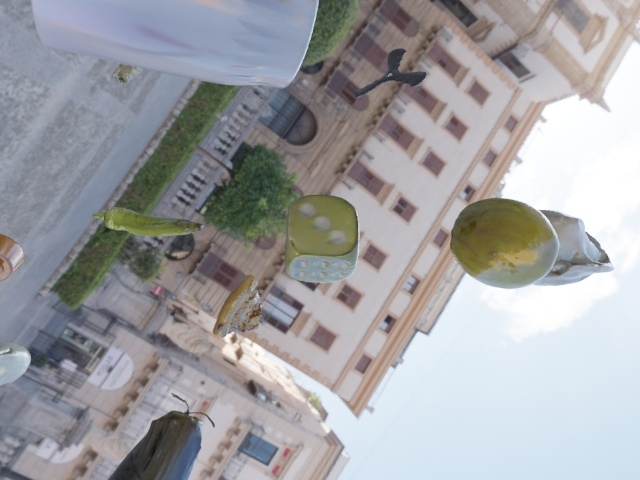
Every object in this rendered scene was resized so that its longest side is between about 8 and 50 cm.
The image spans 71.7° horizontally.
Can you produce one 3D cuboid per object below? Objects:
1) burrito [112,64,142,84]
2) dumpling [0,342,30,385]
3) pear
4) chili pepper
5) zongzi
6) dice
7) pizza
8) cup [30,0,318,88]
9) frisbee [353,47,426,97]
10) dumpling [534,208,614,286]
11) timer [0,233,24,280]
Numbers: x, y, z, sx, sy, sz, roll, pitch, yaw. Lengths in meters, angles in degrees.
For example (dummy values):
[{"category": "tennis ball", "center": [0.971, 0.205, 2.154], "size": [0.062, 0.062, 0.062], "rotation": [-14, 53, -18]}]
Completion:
[{"category": "burrito", "center": [-0.558, -0.519, 1.319], "size": [0.188, 0.058, 0.045], "rotation": [-18, -152, 36]}, {"category": "dumpling", "center": [-0.903, 0.364, 1.247], "size": [0.181, 0.111, 0.155], "rotation": [53, 53, -72]}, {"category": "pear", "center": [0.297, 0.005, 0.730], "size": [0.149, 0.162, 0.149], "rotation": [19, 90, -74]}, {"category": "chili pepper", "center": [-0.274, -0.026, 0.729], "size": [0.043, 0.208, 0.049], "rotation": [-66, 156, -48]}, {"category": "zongzi", "center": [-0.249, 0.357, 0.613], "size": [0.248, 0.111, 0.241], "rotation": [-58, -176, -16]}, {"category": "dice", "center": [0.000, 0.000, 1.503], "size": [0.227, 0.238, 0.233], "rotation": [100, -8, -59]}, {"category": "pizza", "center": [-0.213, 0.203, 1.216], "size": [0.062, 0.161, 0.182], "rotation": [21, -118, 34]}, {"category": "cup", "center": [-0.206, -0.365, 0.642], "size": [0.253, 0.371, 0.253], "rotation": [-171, -90, -67]}, {"category": "frisbee", "center": [0.172, -0.429, 1.172], "size": [0.187, 0.012, 0.211], "rotation": [-29, -136, 7]}, {"category": "dumpling", "center": [0.507, -0.005, 0.969], "size": [0.175, 0.226, 0.243], "rotation": [106, -27, -56]}, {"category": "timer", "center": [-0.804, 0.074, 1.051], "size": [0.132, 0.132, 0.152], "rotation": [-46, -147, 27]}]
